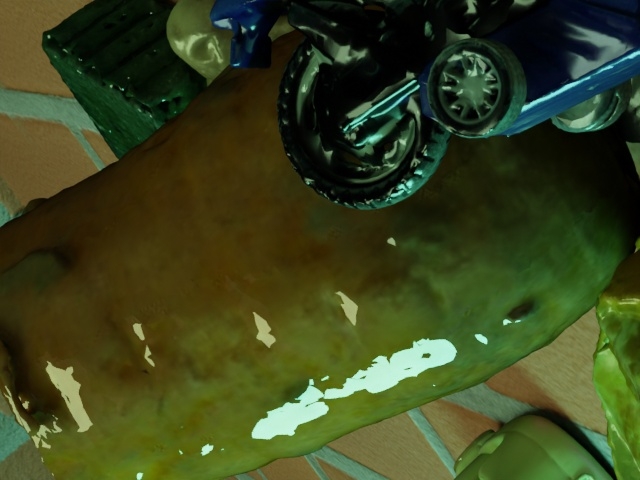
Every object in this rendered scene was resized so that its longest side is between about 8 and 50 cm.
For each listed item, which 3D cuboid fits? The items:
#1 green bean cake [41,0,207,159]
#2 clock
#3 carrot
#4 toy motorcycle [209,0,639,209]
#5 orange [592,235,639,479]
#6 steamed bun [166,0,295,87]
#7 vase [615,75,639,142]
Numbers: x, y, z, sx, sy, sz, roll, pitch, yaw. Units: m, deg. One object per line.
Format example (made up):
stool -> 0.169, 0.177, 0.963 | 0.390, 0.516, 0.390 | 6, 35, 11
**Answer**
green bean cake -> -0.136, -0.116, 1.538 | 0.193, 0.107, 0.208 | 34, 159, 38
clock -> 0.206, 0.274, 1.514 | 0.235, 0.096, 0.308 | 49, 166, 0
carrot -> 0.000, 0.000, 0.939 | 0.224, 0.341, 0.224 | 55, -163, -25
toy motorcycle -> 0.082, -0.130, 0.737 | 0.315, 0.113, 0.168 | -25, 81, 35
orange -> 0.223, 0.073, 0.861 | 0.179, 0.158, 0.237 | 49, 170, 27
steamed bun -> -0.017, -0.140, 1.045 | 0.141, 0.155, 0.172 | 36, 160, 40
vase -> 0.133, -0.129, 0.829 | 0.167, 0.059, 0.059 | 56, 164, -17
